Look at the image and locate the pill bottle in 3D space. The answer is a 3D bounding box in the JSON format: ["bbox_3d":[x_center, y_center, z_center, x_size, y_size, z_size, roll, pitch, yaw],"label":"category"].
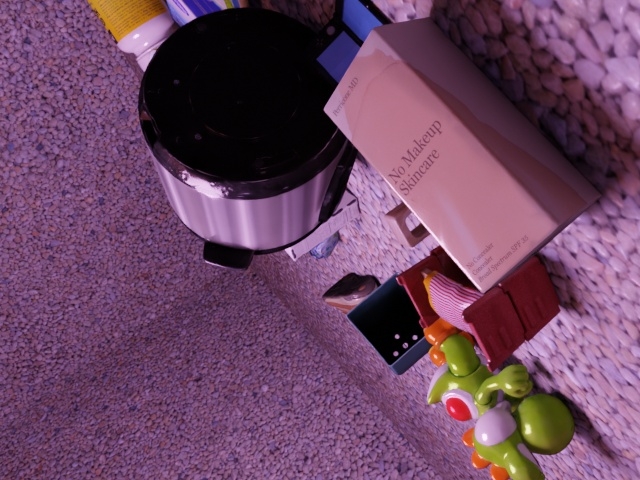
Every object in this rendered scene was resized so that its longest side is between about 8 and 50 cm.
[{"bbox_3d":[-0.539,-0.662,1.928,0.334,0.188,0.188,58,167,-15],"label":"pill bottle"}]

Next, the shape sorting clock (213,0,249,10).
[{"bbox_3d":[-0.192,-0.518,1.359,0.206,0.040,0.206,55,170,15],"label":"shape sorting clock"}]

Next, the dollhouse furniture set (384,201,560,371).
[{"bbox_3d":[0.187,-0.015,1.027,0.374,0.152,0.201,59,167,-22],"label":"dollhouse furniture set"}]

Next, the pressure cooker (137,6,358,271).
[{"bbox_3d":[-0.129,-0.177,1.280,0.376,0.369,0.420,55,165,16],"label":"pressure cooker"}]

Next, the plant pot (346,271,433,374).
[{"bbox_3d":[0.195,0.224,1.657,0.165,0.165,0.234,48,174,27],"label":"plant pot"}]

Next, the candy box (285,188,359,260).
[{"bbox_3d":[-0.034,-0.075,1.596,0.165,0.196,0.070,46,165,30],"label":"candy box"}]

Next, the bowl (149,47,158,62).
[{"bbox_3d":[-0.307,-0.375,1.740,0.289,0.156,0.290,49,155,32],"label":"bowl"}]

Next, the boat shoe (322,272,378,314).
[{"bbox_3d":[0.099,0.177,1.969,0.120,0.122,0.324,53,169,-9],"label":"boat shoe"}]

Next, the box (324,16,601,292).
[{"bbox_3d":[0.163,-0.110,0.823,0.311,0.121,0.148,50,135,16],"label":"box"}]

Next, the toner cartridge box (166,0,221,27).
[{"bbox_3d":[-0.237,-0.471,1.579,0.348,0.075,0.165,51,166,16],"label":"toner cartridge box"}]

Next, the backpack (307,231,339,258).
[{"bbox_3d":[0.000,0.000,1.898,0.084,0.105,0.114,28,169,18],"label":"backpack"}]

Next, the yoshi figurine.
[{"bbox_3d":[0.356,0.295,1.318,0.203,0.203,0.362,-62,39,32],"label":"yoshi figurine"}]

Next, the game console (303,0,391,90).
[{"bbox_3d":[0.042,-0.289,1.006,0.144,0.124,0.085,51,-166,18],"label":"game console"}]
